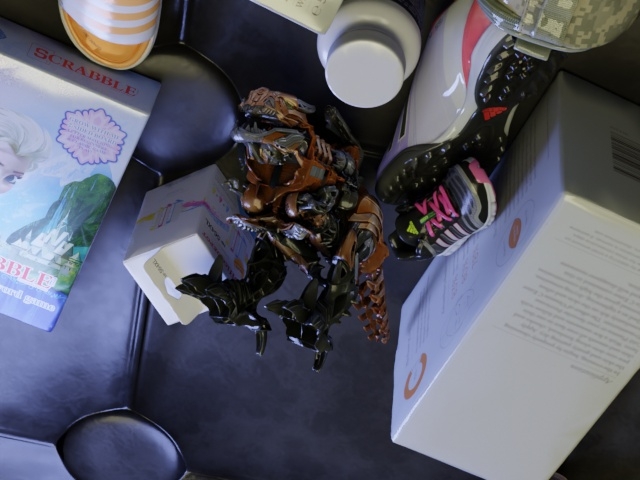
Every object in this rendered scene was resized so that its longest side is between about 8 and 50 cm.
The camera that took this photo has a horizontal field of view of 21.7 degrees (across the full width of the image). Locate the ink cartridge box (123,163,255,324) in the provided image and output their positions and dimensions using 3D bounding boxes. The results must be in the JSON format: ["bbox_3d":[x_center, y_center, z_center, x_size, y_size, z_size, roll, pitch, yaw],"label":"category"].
[{"bbox_3d":[-0.132,0.009,1.704,0.090,0.143,0.092,-21,121,21],"label":"ink cartridge box"}]

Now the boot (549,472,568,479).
[{"bbox_3d":[0.235,0.347,1.959,0.197,0.073,0.152,-18,122,33],"label":"boot"}]

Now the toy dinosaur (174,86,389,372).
[{"bbox_3d":[0.000,0.000,1.622,0.322,0.218,0.164,43,153,-24],"label":"toy dinosaur"}]

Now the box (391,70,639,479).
[{"bbox_3d":[0.222,0.047,1.644,0.168,0.215,0.345,24,126,-11],"label":"box"}]

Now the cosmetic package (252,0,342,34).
[{"bbox_3d":[-0.049,-0.292,1.441,0.184,0.151,0.151,24,103,-11],"label":"cosmetic package"}]

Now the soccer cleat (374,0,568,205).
[{"bbox_3d":[0.132,-0.148,1.597,0.109,0.116,0.318,-4,150,-26],"label":"soccer cleat"}]

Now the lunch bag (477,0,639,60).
[{"bbox_3d":[0.227,-0.326,1.342,0.213,0.256,0.305,17,126,-6],"label":"lunch bag"}]

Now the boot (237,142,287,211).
[{"bbox_3d":[-0.023,-0.064,1.699,0.099,0.045,0.121,-11,127,13],"label":"boot"}]

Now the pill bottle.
[{"bbox_3d":[0.046,-0.193,1.515,0.094,0.169,0.094,3,126,4],"label":"pill bottle"}]

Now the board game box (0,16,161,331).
[{"bbox_3d":[-0.367,-0.087,1.709,0.319,0.066,0.318,22,126,-9],"label":"board game box"}]

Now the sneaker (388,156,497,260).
[{"bbox_3d":[0.113,-0.022,1.618,0.075,0.063,0.170,-20,165,-23],"label":"sneaker"}]

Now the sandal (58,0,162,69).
[{"bbox_3d":[-0.194,-0.265,1.550,0.102,0.076,0.265,12,127,-2],"label":"sandal"}]
